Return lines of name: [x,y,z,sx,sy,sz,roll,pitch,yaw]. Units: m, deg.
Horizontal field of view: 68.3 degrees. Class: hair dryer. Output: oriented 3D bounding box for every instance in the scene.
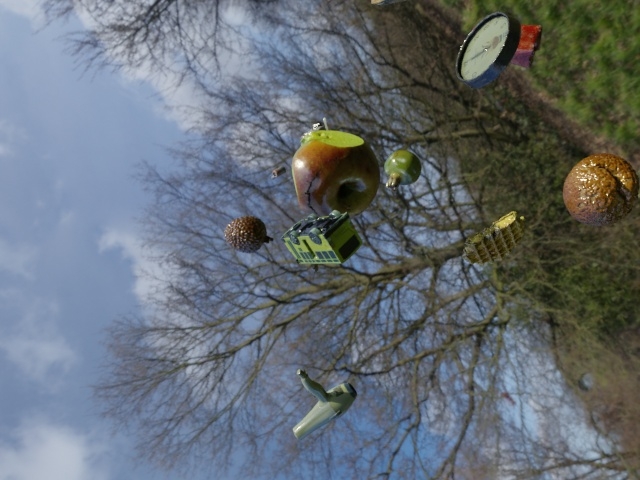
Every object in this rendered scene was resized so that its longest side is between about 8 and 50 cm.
hair dryer: [-0.223,-0.324,2.343,0.063,0.114,0.037,-35,-87,-37]
hair dryer: [-0.037,0.661,1.871,0.298,0.296,0.119,27,-168,-25]

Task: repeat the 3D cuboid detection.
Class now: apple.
apple: [0.035,-0.262,1.830,0.383,0.374,0.375,24,-140,-40]

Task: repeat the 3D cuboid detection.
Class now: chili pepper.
chili pepper: [0.671,-0.721,1.723,0.136,0.252,0.144,-45,-34,-64]

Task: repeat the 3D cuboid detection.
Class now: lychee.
lychee: [-0.344,-0.028,2.284,0.238,0.200,0.200,10,-144,-7]

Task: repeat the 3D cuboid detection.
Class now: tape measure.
tape measure: [0.005,-0.497,2.390,0.196,0.105,0.179,55,-136,-33]

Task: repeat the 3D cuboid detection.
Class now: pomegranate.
pomegranate: [0.398,-0.334,2.272,0.179,0.179,0.211,44,-144,-37]

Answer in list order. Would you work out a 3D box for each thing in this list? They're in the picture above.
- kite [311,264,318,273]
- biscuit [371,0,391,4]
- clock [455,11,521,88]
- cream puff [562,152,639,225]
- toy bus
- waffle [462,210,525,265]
kite: [-0.021,0.079,2.051,0.160,0.010,0.183,73,-166,-52]
biscuit: [0.406,-1.105,2.092,0.287,0.343,0.057,-27,-67,-30]
clock: [0.409,-0.470,1.166,0.040,0.185,0.185,19,-141,-23]
cream puff: [1.104,-0.193,1.833,0.303,0.303,0.212,54,166,-19]
toy bus: [0.000,0.000,1.553,0.128,0.262,0.150,-43,-69,-29]
waffle: [0.767,0.004,2.082,0.282,0.310,0.065,-1,-140,-21]
